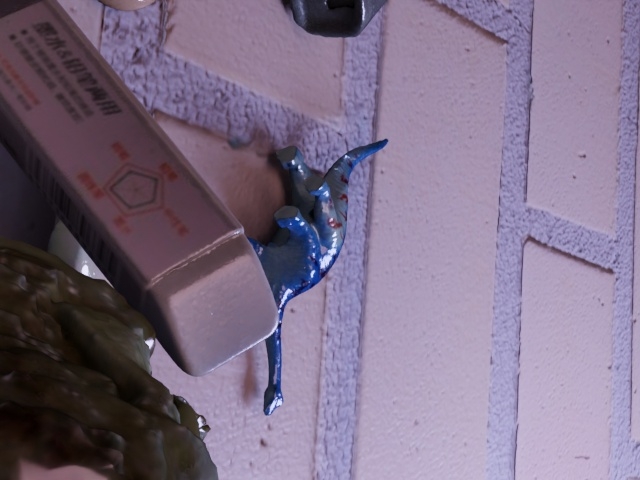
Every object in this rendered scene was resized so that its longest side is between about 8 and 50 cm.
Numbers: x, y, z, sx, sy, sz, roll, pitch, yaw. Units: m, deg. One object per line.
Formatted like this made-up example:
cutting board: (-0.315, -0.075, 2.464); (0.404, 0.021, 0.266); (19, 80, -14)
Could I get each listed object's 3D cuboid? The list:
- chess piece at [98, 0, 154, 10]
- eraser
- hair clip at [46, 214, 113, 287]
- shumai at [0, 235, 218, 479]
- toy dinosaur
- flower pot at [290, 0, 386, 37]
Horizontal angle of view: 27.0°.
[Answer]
chess piece: (-0.164, -0.233, 1.112); (0.084, 0.038, 0.083); (4, 85, -53)
eraser: (-0.160, -0.061, 0.944); (0.089, 0.061, 0.352); (-31, 71, -27)
hair clip: (-0.182, -0.023, 1.048); (0.159, 0.071, 0.218); (-3, 92, -75)
shumai: (-0.223, 0.147, 0.806); (0.395, 0.395, 0.348); (52, 22, -36)
toy dinosaur: (-0.016, -0.008, 1.257); (0.144, 0.076, 0.329); (53, 50, -45)
flower pot: (-0.002, -0.313, 1.282); (0.108, 0.103, 0.229); (-55, 129, -40)
